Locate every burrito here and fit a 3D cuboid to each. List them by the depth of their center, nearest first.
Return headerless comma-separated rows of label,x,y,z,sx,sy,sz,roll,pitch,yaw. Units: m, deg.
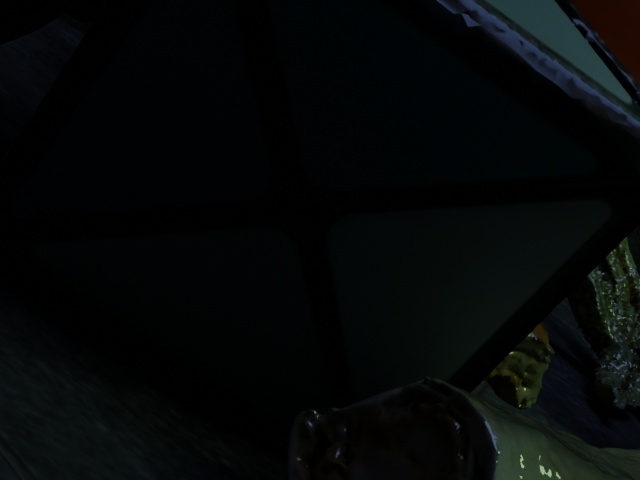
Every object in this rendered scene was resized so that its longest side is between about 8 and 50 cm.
burrito,0.111,0.137,0.858,0.143,0.105,0.299,38,11,39

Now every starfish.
starfish,0.288,0.102,1.689,0.347,0.078,0.358,55,27,13

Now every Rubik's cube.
Rubik's cube,0.011,-0.071,0.922,0.246,0.248,0.250,33,29,-9

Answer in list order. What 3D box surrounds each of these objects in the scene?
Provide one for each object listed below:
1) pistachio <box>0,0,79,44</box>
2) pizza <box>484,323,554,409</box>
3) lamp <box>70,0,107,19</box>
pistachio,-0.169,-0.304,1.013,0.281,0.445,0.365,23,35,-11
pizza,0.000,0.000,1.180,0.335,0.086,0.226,39,19,11
lamp,-0.188,-0.302,1.650,0.223,0.196,0.223,-16,90,-79
